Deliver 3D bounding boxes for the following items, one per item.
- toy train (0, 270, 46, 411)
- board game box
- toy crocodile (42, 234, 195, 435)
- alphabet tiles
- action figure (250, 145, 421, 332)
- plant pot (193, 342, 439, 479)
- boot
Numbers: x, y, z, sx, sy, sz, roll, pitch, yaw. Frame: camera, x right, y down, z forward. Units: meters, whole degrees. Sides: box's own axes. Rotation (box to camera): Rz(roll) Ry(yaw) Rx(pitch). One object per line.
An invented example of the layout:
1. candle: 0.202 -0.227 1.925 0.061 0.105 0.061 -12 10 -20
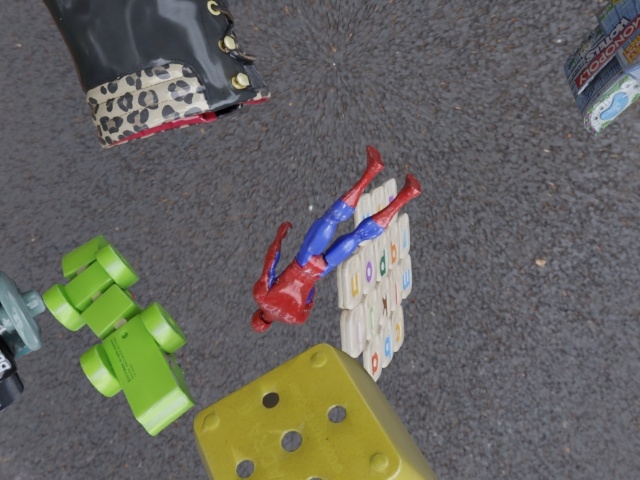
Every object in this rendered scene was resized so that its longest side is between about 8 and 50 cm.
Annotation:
1. toy train: -0.350 -0.009 0.551 0.142 0.190 0.334 -29 114 -22
2. board game box: 0.412 -0.246 0.873 0.060 0.194 0.194 26 131 -18
3. toy crocodile: -0.258 0.109 0.848 0.115 0.340 0.105 -41 143 -8
4. alphabet tiles: 0.086 0.056 0.978 0.021 0.284 0.278 2 107 24
5. action figure: 0.000 0.000 0.814 0.091 0.139 0.280 34 112 -17
6. plant pot: -0.003 0.224 0.619 0.212 0.212 0.187 -28 140 -8
7. boot: -0.114 -0.278 0.680 0.377 0.138 0.284 -20 98 -13
